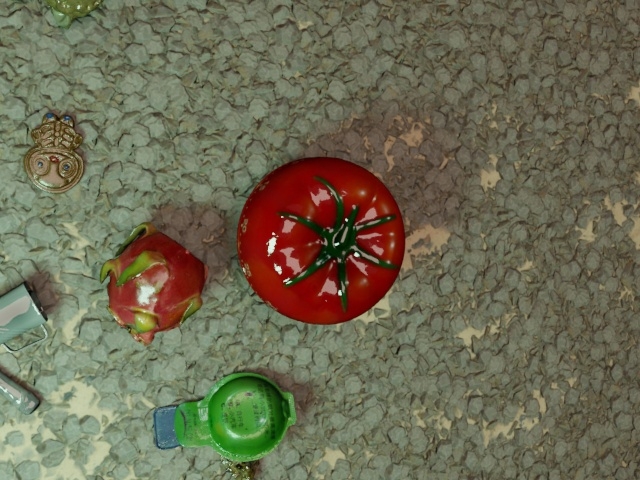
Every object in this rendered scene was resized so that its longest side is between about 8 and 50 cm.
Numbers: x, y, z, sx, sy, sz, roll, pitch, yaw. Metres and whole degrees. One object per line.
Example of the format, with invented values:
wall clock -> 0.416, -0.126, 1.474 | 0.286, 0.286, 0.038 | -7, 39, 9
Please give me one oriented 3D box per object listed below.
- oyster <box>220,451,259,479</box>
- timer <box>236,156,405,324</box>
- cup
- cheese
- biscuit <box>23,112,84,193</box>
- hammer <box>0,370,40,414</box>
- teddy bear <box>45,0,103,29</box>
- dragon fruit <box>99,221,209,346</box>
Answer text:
oyster -> -0.182, 0.498, 1.720 | 0.103, 0.051, 0.148 | -21, 97, -17
timer -> 0.000, 0.000, 1.667 | 0.378, 0.279, 0.377 | -1, 91, -21
cup -> -0.637, 0.169, 1.542 | 0.129, 0.095, 0.128 | -30, 102, -14
cheese -> -0.216, 0.405, 1.683 | 0.321, 0.083, 0.203 | -8, 68, -7
biscuit -> -0.574, -0.188, 1.598 | 0.124, 0.026, 0.175 | 3, 89, -20
hammer -> -0.751, 0.212, 1.528 | 0.427, 0.044, 0.152 | 42, 78, -15
teddy bear -> -0.562, -0.577, 1.538 | 0.267, 0.156, 0.256 | -37, 104, 25
dragon fruit -> -0.359, 0.095, 1.585 | 0.227, 0.224, 0.224 | -45, 103, -12
